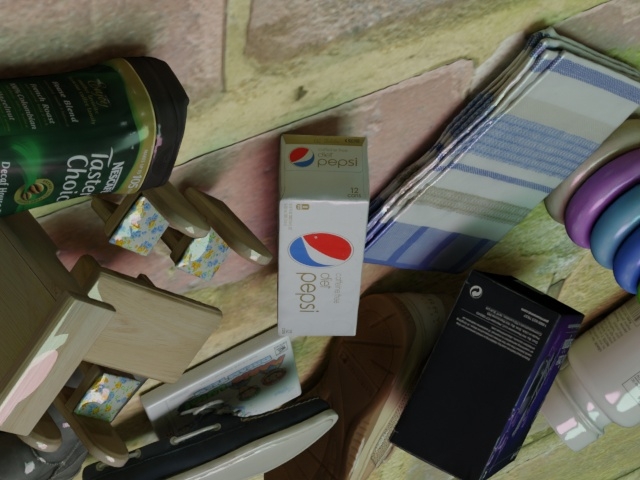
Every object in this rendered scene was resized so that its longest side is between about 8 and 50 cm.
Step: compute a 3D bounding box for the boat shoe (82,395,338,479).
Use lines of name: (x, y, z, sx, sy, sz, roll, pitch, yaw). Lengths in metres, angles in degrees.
boat shoe: (-0.108, 0.204, 1.446, 0.254, 0.079, 0.095, -26, 154, -6)

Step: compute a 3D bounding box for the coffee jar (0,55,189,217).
coffee jar: (-0.181, -0.067, 0.990, 0.184, 0.079, 0.096, -14, 147, -31)

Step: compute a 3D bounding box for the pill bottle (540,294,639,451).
pill bottle: (0.381, 0.157, 1.837, 0.229, 0.131, 0.131, -38, 151, 11)

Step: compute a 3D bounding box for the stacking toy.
stacking toy: (0.358, 0.043, 1.427, 0.141, 0.330, 0.141, -24, 151, -14)

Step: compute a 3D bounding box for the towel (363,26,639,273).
towel: (0.165, -0.073, 1.370, 0.209, 0.034, 0.285, 9, 132, -51)

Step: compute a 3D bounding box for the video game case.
video game case: (-0.096, 0.155, 1.483, 0.157, 0.019, 0.143, -27, 151, -10)

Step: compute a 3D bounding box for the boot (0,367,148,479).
boot: (-0.234, 0.149, 1.282, 0.189, 0.076, 0.208, -16, 156, -51)

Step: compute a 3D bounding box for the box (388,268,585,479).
box: (0.175, 0.134, 1.491, 0.184, 0.103, 0.261, -62, 165, 5)

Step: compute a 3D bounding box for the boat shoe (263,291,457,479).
boat shoe: (0.047, 0.189, 1.568, 0.110, 0.122, 0.341, -7, 141, -40)

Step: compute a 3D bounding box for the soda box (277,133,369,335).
soda box: (0.000, 0.000, 1.260, 0.074, 0.069, 0.216, 1, 147, -2)

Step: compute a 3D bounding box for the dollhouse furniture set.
dollhouse furniture set: (-0.161, 0.066, 1.086, 0.242, 0.161, 0.212, 23, 107, -49)
